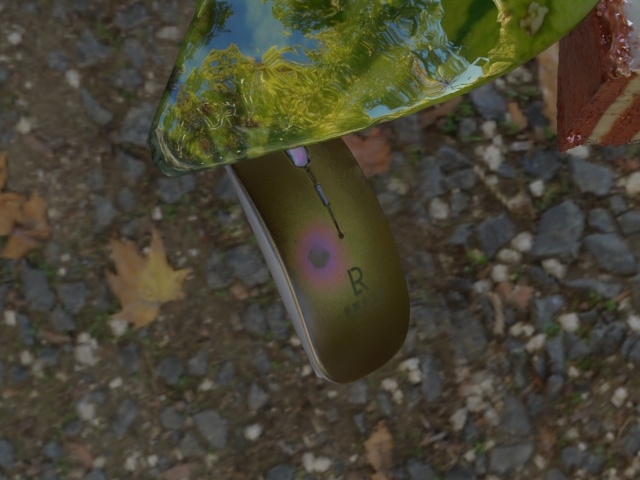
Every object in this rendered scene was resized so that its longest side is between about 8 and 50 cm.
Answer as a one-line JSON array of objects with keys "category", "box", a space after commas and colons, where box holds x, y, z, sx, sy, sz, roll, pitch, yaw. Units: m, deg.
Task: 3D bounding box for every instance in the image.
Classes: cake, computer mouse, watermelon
[{"category": "cake", "box": [0.292, -0.132, 1.053, 0.158, 0.159, 0.262, -4, 136, 2]}, {"category": "computer mouse", "box": [0.000, 0.000, 1.337, 0.072, 0.158, 0.310, -22, 91, 50]}, {"category": "watermelon", "box": [0.036, -0.166, 0.503, 0.159, 0.303, 0.128, -1, 134, 31]}]
